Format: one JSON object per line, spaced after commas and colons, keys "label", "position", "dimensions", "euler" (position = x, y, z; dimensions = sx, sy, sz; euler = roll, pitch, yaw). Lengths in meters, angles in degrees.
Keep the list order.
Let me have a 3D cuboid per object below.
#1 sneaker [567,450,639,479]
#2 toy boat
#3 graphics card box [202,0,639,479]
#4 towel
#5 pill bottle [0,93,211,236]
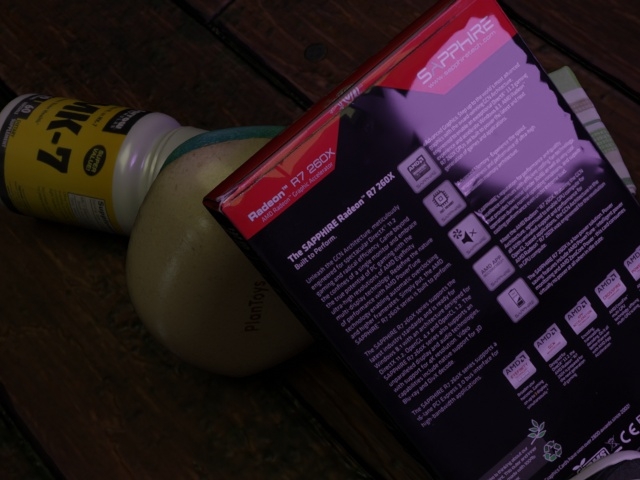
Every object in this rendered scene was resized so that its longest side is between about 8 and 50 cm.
{"label": "sneaker", "position": [0.150, 0.213, 0.758], "dimensions": [0.217, 0.079, 0.121], "euler": [-33, 12, -8]}
{"label": "toy boat", "position": [0.000, 0.000, 0.988], "dimensions": [0.318, 0.267, 0.148], "euler": [0, 52, -18]}
{"label": "graphics card box", "position": [0.121, 0.041, 0.843], "dimensions": [0.233, 0.094, 0.371], "euler": [-41, 102, -8]}
{"label": "towel", "position": [0.198, -0.078, 1.068], "dimensions": [0.113, 0.023, 0.152], "euler": [-20, 55, 3]}
{"label": "pill bottle", "position": [-0.194, -0.067, 1.127], "dimensions": [0.208, 0.119, 0.119], "euler": [10, 65, 23]}
